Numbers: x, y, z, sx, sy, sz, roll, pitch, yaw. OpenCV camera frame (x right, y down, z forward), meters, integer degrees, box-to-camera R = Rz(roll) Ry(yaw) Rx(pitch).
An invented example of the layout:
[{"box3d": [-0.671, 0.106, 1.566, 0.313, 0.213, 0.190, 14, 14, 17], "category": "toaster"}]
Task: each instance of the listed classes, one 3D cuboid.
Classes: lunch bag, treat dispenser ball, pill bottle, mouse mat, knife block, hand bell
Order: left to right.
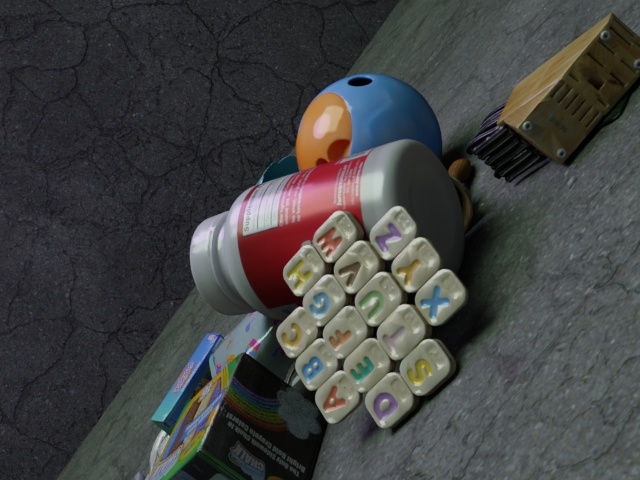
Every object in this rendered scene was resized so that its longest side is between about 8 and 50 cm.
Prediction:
[{"box3d": [-0.089, 0.196, 1.705, 0.223, 0.160, 0.262, -51, 17, 8], "category": "lunch bag"}, {"box3d": [0.000, 0.000, 1.451, 0.408, 0.229, 0.229, -15, 32, 33], "category": "pill bottle"}, {"box3d": [0.094, -0.181, 1.805, 0.288, 0.288, 0.288, -49, 12, 14], "category": "treat dispenser ball"}, {"box3d": [0.225, -0.095, 1.579, 0.126, 0.126, 0.242, -45, 0, 31], "category": "hand bell"}, {"box3d": [0.343, -0.210, 1.391, 0.275, 0.088, 0.242, -51, 12, 11], "category": "knife block"}, {"box3d": [0.401, -0.199, 1.371, 0.152, 0.007, 0.190, -58, 14, -29], "category": "mouse mat"}]

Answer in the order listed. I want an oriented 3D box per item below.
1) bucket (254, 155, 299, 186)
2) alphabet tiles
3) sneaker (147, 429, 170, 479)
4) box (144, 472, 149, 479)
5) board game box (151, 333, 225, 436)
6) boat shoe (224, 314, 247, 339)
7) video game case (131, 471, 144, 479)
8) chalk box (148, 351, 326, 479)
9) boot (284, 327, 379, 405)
[{"box3d": [-0.057, -0.031, 2.036, 0.183, 0.281, 0.281, -46, 13, 42], "category": "bucket"}, {"box3d": [0.059, 0.102, 1.243, 0.278, 0.284, 0.021, -47, -29, 23], "category": "alphabet tiles"}, {"box3d": [-0.288, 0.476, 1.814, 0.122, 0.110, 0.283, -17, 44, 56], "category": "sneaker"}, {"box3d": [-0.377, 0.586, 1.872, 0.067, 0.063, 0.324, -39, 17, 53], "category": "box"}, {"box3d": [-0.217, 0.315, 1.824, 0.047, 0.160, 0.210, -5, 44, 46], "category": "board game box"}, {"box3d": [-0.184, 0.255, 2.008, 0.302, 0.113, 0.103, -55, 6, -19], "category": "boat shoe"}, {"box3d": [-0.487, 0.662, 2.177, 0.201, 0.023, 0.183, -51, 11, 0], "category": "video game case"}, {"box3d": [-0.134, 0.346, 1.360, 0.179, 0.180, 0.289, -45, 12, 32], "category": "chalk box"}, {"box3d": [0.028, 0.198, 1.454, 0.208, 0.076, 0.189, -6, 61, 63], "category": "boot"}]
